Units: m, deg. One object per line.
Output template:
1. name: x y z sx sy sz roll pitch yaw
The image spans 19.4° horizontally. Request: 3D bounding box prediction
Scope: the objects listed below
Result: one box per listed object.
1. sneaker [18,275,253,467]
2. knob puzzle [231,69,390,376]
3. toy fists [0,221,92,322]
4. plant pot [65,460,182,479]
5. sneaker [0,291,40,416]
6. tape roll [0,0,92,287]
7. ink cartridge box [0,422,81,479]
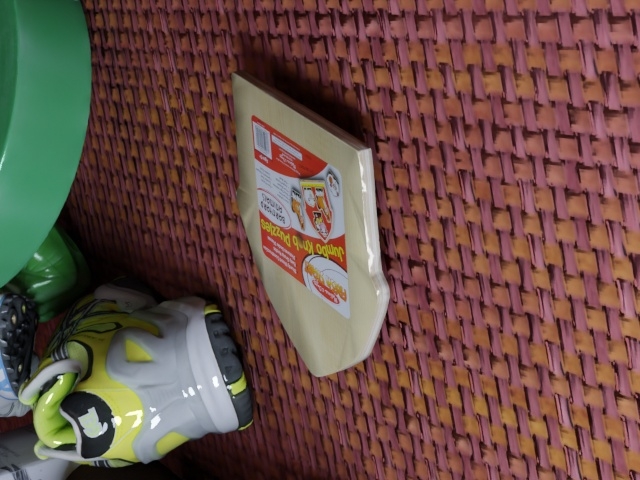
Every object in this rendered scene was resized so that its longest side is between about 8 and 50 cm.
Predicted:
1. sneaker: -0.189 0.114 1.562 0.385 0.147 0.145 -17 92 68
2. knob puzzle: 0.000 0.000 1.231 0.213 0.030 0.213 42 141 47
3. toy fists: -0.304 0.016 1.764 0.142 0.096 0.279 46 160 -17
4. plant pot: -0.153 0.286 1.563 0.230 0.215 0.215 -119 23 -57
5. sneaker: -0.295 0.104 1.668 0.237 0.086 0.085 111 168 -69
6. tape roll: -0.322 -0.110 1.608 0.321 0.077 0.321 -13 73 46
7. ink cartridge box: -0.281 0.236 1.744 0.160 0.219 0.092 6 111 64
